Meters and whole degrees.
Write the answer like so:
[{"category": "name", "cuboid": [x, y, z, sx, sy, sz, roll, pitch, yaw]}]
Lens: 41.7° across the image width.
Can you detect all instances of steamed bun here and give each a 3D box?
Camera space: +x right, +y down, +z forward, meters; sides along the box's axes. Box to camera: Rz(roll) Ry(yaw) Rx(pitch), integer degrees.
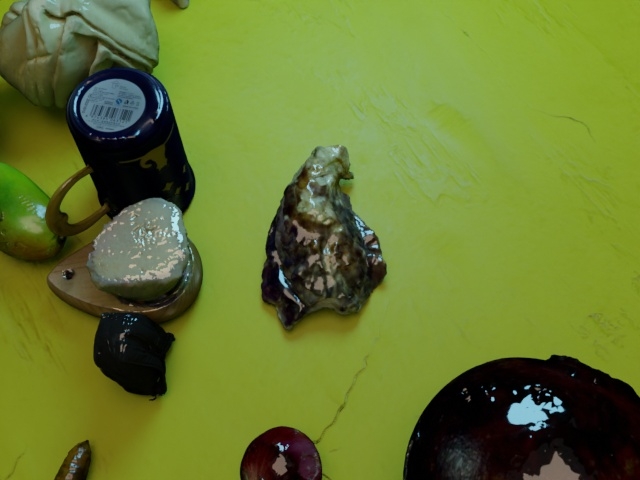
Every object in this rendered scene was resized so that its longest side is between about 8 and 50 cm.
[{"category": "steamed bun", "cuboid": [-0.431, -0.337, 1.501, 0.289, 0.276, 0.203, -14, 77, -15]}]

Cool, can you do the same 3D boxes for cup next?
[{"category": "cup", "cuboid": [-0.327, -0.118, 1.388, 0.178, 0.256, 0.255, 14, 65, 8]}]

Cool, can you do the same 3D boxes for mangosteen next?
[{"category": "mangosteen", "cuboid": [0.282, 0.354, 1.122, 0.380, 0.422, 0.381, 17, 31, -11]}]

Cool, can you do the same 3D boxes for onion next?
[{"category": "onion", "cuboid": [-0.059, 0.346, 1.256, 0.131, 0.131, 0.131, -1, 66, 3]}]

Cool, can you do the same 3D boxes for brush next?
[{"category": "brush", "cuboid": [-0.331, 0.044, 1.378, 0.266, 0.166, 0.174, -9, 66, 2]}]

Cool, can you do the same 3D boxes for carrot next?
[{"category": "carrot", "cuboid": [-0.409, 0.451, 1.258, 0.066, 0.066, 0.314, 10, 65, 8]}]

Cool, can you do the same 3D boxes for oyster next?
[{"category": "oyster", "cuboid": [0.001, -0.002, 1.416, 0.275, 0.100, 0.271, -35, 84, -17]}]

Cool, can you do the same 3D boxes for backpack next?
[{"category": "backpack", "cuboid": [-0.301, 0.172, 1.321, 0.105, 0.165, 0.120, 2, 62, 15]}]

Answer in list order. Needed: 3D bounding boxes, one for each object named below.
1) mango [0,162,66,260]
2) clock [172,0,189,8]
[{"category": "mango", "cuboid": [-0.534, -0.050, 1.458, 0.232, 0.111, 0.125, 37, 67, 15]}, {"category": "clock", "cuboid": [-0.377, -0.566, 1.692, 0.275, 0.080, 0.290, -42, 69, -14]}]
